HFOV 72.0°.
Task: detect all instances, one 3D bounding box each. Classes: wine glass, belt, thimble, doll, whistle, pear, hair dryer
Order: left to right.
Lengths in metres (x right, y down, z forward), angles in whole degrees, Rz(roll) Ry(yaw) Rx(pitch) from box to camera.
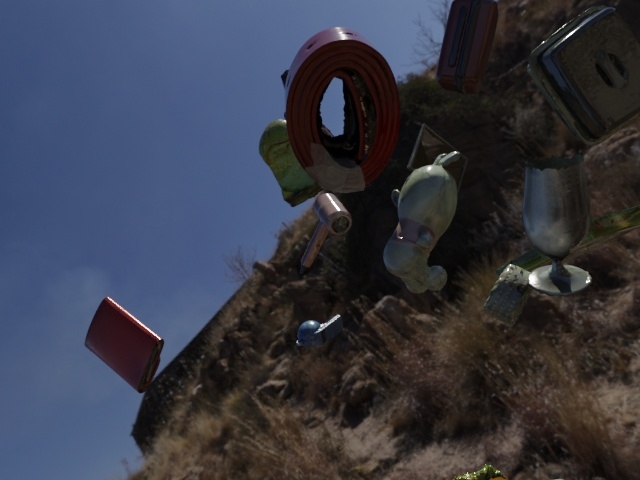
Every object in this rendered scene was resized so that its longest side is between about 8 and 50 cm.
[{"bbox_3d":[-0.050,-0.264,1.322,0.238,0.255,0.164,-28,-5,10],"label":"pear"},{"bbox_3d":[-0.013,0.274,1.329,0.158,0.090,0.090,-28,-19,-39],"label":"whistle"},{"bbox_3d":[0.000,0.000,1.741,0.107,0.189,0.344,15,-67,-27],"label":"hair dryer"},{"bbox_3d":[0.039,-0.249,0.898,0.227,0.115,0.323,-5,-54,-1],"label":"belt"},{"bbox_3d":[0.186,-0.039,0.819,0.155,0.113,0.274,174,107,-81],"label":"doll"},{"bbox_3d":[0.361,0.101,0.836,0.110,0.062,0.084,-62,-28,0],"label":"thimble"},{"bbox_3d":[0.379,-0.026,0.703,0.103,0.103,0.222,-30,-62,-30],"label":"wine glass"}]

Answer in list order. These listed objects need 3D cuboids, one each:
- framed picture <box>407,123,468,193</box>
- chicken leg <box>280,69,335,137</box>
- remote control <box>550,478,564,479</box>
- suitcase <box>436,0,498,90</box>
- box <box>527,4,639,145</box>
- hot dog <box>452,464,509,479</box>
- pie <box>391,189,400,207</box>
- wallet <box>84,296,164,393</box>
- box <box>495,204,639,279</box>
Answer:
[{"bbox_3d":[0.347,-0.225,1.291,0.015,0.203,0.150,-3,63,58],"label":"framed picture"},{"bbox_3d":[-0.017,-0.294,1.137,0.093,0.304,0.113,-22,20,9],"label":"chicken leg"},{"bbox_3d":[0.699,0.823,1.415,0.221,0.078,0.042,-18,-28,14],"label":"remote control"},{"bbox_3d":[0.525,-0.689,1.575,0.236,0.161,0.297,-19,-58,-68],"label":"suitcase"},{"bbox_3d":[0.676,-0.405,1.090,0.221,0.290,0.166,-37,2,10],"label":"box"},{"bbox_3d":[0.319,0.569,0.968,0.337,0.100,0.135,11,-40,-41],"label":"hot dog"},{"bbox_3d":[0.296,-0.157,1.688,0.021,0.084,0.084,-27,-18,-15],"label":"pie"},{"bbox_3d":[-0.456,0.240,1.025,0.045,0.204,0.142,4,-69,-64],"label":"wallet"},{"bbox_3d":[0.552,0.017,0.988,0.173,0.043,0.311,-14,-18,-16],"label":"box"}]
